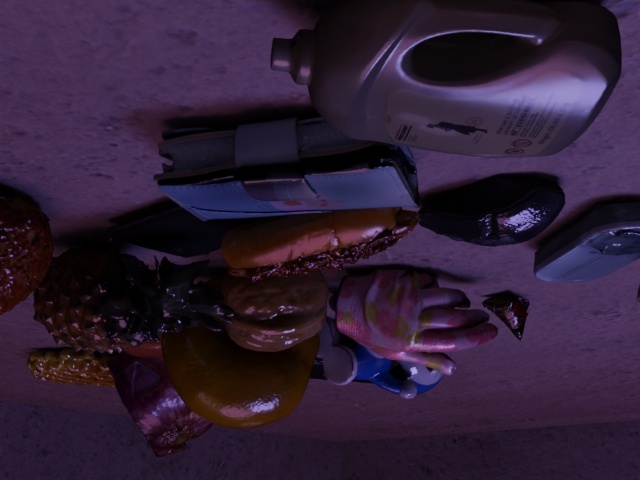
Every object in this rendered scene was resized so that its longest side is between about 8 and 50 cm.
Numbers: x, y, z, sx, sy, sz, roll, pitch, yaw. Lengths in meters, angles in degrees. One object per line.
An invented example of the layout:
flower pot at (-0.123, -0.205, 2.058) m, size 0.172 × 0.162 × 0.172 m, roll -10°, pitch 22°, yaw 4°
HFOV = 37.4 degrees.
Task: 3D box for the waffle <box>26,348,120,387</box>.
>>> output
waffle at (-0.554, 0.317, 2.301) m, size 0.309 × 0.065 × 0.283 m, roll 3°, pitch 162°, yaw 3°

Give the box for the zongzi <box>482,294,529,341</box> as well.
zongzi at (0.327, 0.115, 1.584) m, size 0.067 × 0.073 × 0.083 m, roll -18°, pitch 114°, yaw 49°

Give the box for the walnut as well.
walnut at (-0.067, 0.089, 1.374) m, size 0.166 × 0.149 × 0.167 m, roll -10°, pitch 125°, yaw -15°

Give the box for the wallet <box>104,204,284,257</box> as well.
wallet at (-0.146, -0.022, 1.227) m, size 0.285 × 0.030 × 0.146 m, roll -15°, pitch 155°, yaw 43°

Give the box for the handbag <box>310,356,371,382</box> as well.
handbag at (0.013, 0.219, 1.885) m, size 0.275 × 0.088 × 0.244 m, roll 8°, pitch 160°, yaw -6°

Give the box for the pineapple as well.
pineapple at (-0.256, 0.087, 1.292) m, size 0.340 × 0.169 × 0.169 m, roll 2°, pitch 168°, yaw 46°

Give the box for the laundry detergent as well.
laundry detergent at (0.088, -0.134, 0.735) m, size 0.253 × 0.091 × 0.181 m, roll 5°, pitch 161°, yaw -8°

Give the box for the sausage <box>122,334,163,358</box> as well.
sausage at (-0.249, 0.157, 1.683) m, size 0.259 × 0.114 × 0.113 m, roll -3°, pitch 162°, yaw 12°

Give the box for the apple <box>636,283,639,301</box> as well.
apple at (0.539, 0.051, 1.237) m, size 0.264 × 0.120 × 0.193 m, roll 6°, pitch 176°, yaw -1°

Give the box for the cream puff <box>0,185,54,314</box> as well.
cream puff at (-0.455, 0.018, 1.191) m, size 0.239 × 0.164 × 0.240 m, roll 4°, pitch 157°, yaw 2°

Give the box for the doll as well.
doll at (0.107, 0.173, 1.586) m, size 0.256 × 0.215 × 0.161 m, roll 2°, pitch 143°, yaw -43°

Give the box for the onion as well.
onion at (-0.313, 0.311, 2.020) m, size 0.230 × 0.273 × 0.256 m, roll -21°, pitch 173°, yaw -13°

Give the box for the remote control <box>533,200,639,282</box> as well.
remote control at (0.356, 0.007, 1.215) m, size 0.104 × 0.052 × 0.247 m, roll 5°, pitch 162°, yaw -12°

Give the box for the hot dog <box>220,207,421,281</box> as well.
hot dog at (0.000, 0.000, 1.141) m, size 0.249 × 0.076 × 0.102 m, roll -15°, pitch 151°, yaw 12°

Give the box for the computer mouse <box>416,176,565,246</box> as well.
computer mouse at (0.202, -0.025, 1.118) m, size 0.192 × 0.062 × 0.105 m, roll -14°, pitch 156°, yaw 39°

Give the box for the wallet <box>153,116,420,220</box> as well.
wallet at (-0.030, -0.069, 0.986) m, size 0.250 × 0.075 × 0.176 m, roll -3°, pitch 165°, yaw 14°

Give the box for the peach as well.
peach at (-0.125, 0.170, 1.484) m, size 0.251 × 0.251 × 0.153 m, roll 9°, pitch 155°, yaw -22°

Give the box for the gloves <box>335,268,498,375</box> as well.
gloves at (0.149, 0.120, 1.448) m, size 0.241 × 0.145 × 0.126 m, roll 7°, pitch 166°, yaw 14°
